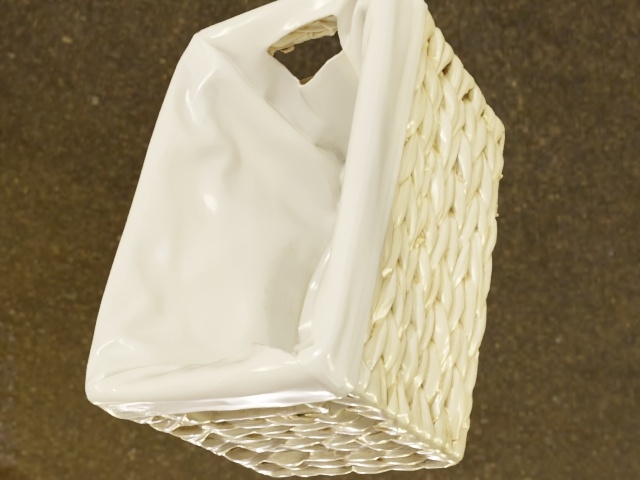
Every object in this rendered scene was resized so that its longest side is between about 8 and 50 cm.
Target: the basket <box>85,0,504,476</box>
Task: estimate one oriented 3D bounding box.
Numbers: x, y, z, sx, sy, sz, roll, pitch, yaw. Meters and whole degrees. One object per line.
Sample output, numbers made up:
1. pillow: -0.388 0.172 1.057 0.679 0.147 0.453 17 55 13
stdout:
1. basket: 0.000 0.000 0.438 0.113 0.167 0.103 -12 145 37
